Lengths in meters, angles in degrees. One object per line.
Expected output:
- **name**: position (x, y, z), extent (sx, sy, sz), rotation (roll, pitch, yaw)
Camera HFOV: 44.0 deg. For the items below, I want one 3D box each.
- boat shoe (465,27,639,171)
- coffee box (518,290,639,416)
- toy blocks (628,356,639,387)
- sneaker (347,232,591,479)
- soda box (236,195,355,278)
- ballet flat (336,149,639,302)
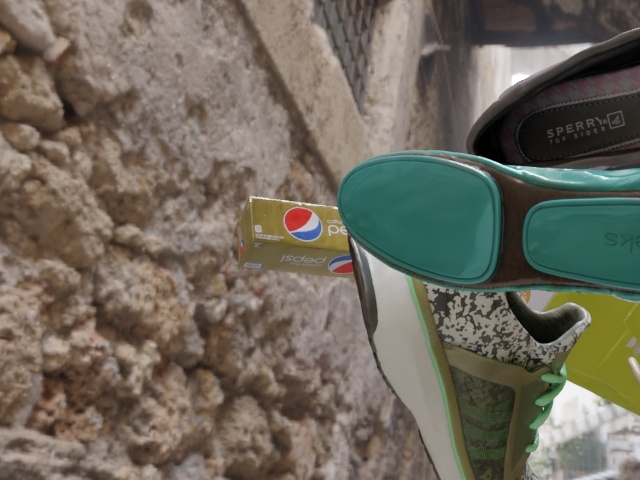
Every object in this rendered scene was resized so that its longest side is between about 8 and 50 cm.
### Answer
- **boat shoe**: position (0.257, -0.103, 0.552), extent (0.335, 0.112, 0.095), rotation (-16, 4, 39)
- **coffee box**: position (0.477, 0.044, 1.335), extent (0.338, 0.338, 0.334), rotation (27, 14, -20)
- **toy blocks**: position (0.372, 0.128, 0.709), extent (0.148, 0.123, 0.054), rotation (-28, 10, 18)
- **sneaker**: position (0.176, 0.133, 0.744), extent (0.182, 0.158, 0.410), rotation (-21, -54, 14)
- **soda box**: position (0.000, 0.000, 0.895), extent (0.181, 0.061, 0.058), rotation (7, -36, -21)
- **ballet flat**: position (0.126, -0.007, 0.475), extent (0.247, 0.083, 0.087), rotation (10, 7, 39)
